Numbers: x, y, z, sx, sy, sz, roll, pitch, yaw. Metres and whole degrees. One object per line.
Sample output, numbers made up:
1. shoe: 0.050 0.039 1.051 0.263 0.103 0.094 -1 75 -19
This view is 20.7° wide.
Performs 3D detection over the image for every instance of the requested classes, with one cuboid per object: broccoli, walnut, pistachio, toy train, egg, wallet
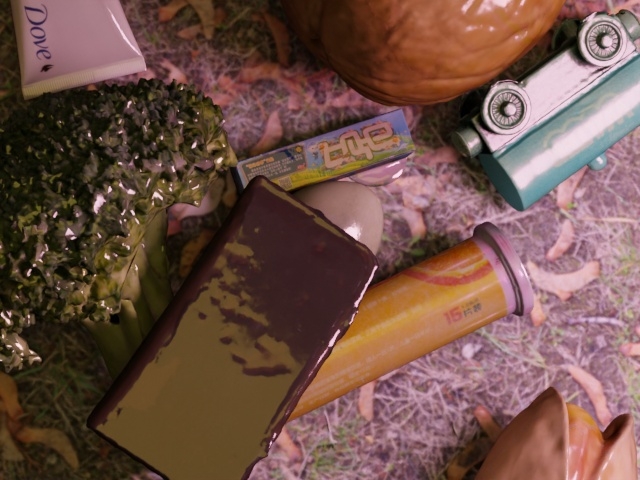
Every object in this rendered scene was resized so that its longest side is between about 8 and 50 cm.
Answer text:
1. broccoli: -0.245 -0.019 1.750 0.249 0.302 0.375 25 51 15
2. walnut: 0.113 -0.302 1.800 0.333 0.333 0.332 1 84 -9
3. pistachio: 0.233 0.301 1.799 0.188 0.187 0.299 20 77 -7
4. toy train: 0.264 -0.142 1.905 0.248 0.101 0.159 -37 104 -10
5. egg: 0.000 0.000 1.829 0.152 0.114 0.114 -39 91 -13
6. wallet: -0.079 0.099 1.720 0.165 0.042 0.309 34 75 -4

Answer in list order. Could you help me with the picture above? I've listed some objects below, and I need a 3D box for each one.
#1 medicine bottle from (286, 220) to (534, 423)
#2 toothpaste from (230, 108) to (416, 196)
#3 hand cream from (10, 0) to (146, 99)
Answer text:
1. medicine bottle: 0.012 0.117 1.822 0.426 0.108 0.108 -25 88 -11
2. toothpaste: 0.006 -0.077 1.874 0.193 0.044 0.070 -19 87 -11
3. hand cream: -0.281 -0.280 1.839 0.133 0.083 0.247 -17 96 -9
